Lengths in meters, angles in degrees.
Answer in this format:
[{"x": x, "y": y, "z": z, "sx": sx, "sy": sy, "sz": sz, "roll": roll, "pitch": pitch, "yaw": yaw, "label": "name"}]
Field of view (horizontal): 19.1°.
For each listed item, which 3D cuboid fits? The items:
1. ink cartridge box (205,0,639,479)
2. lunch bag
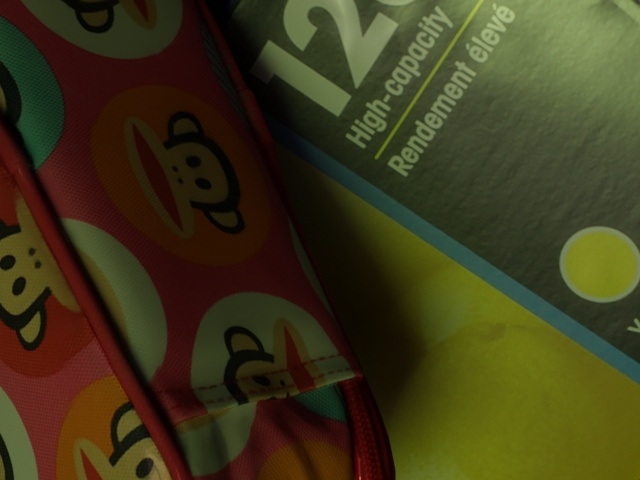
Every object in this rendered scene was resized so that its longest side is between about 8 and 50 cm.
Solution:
[{"x": 0.000, "y": 0.000, "z": 0.680, "sx": 0.307, "sy": 0.072, "sz": 0.303, "roll": 32, "pitch": 119, "yaw": -1, "label": "ink cartridge box"}, {"x": -0.128, "y": 0.028, "z": 0.638, "sx": 0.258, "sy": 0.120, "sz": 0.293, "roll": -36, "pitch": 71, "yaw": 37, "label": "lunch bag"}]
